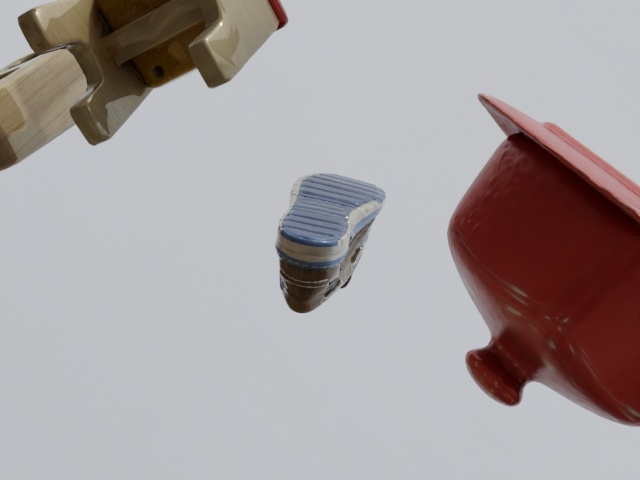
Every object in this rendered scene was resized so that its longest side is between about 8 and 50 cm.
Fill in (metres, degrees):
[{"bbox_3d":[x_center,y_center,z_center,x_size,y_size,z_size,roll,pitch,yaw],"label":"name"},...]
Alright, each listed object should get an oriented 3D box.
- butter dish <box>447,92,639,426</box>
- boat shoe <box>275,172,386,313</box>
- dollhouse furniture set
[{"bbox_3d":[0.120,0.031,0.832,0.160,0.118,0.160,44,1,-39],"label":"butter dish"},{"bbox_3d":[0.000,0.000,1.246,0.066,0.183,0.066,15,-70,11],"label":"boat shoe"},{"bbox_3d":[-0.200,-0.139,0.956,0.374,0.152,0.201,-21,-75,34],"label":"dollhouse furniture set"}]
